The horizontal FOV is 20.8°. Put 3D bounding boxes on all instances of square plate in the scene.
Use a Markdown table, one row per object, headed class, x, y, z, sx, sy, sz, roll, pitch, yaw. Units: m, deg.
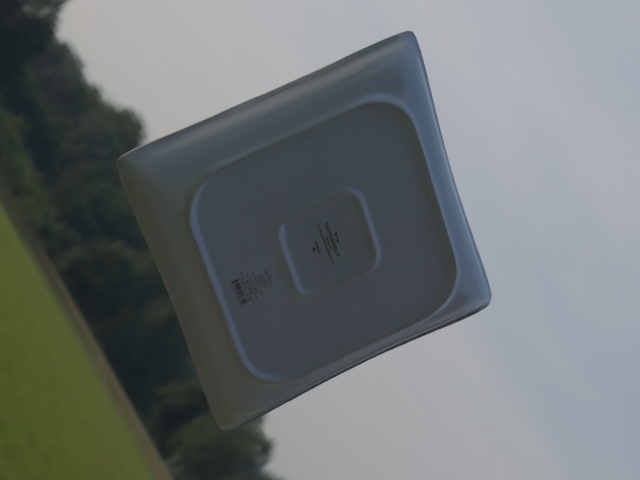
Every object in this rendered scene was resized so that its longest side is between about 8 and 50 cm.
| class | x | y | z | sx | sy | sz | roll | pitch | yaw |
| --- | --- | --- | --- | --- | --- | --- | --- | --- | --- |
| square plate | 0.000 | 0.000 | 1.837 | 0.049 | 0.344 | 0.347 | 42 | -26 | 61 |
